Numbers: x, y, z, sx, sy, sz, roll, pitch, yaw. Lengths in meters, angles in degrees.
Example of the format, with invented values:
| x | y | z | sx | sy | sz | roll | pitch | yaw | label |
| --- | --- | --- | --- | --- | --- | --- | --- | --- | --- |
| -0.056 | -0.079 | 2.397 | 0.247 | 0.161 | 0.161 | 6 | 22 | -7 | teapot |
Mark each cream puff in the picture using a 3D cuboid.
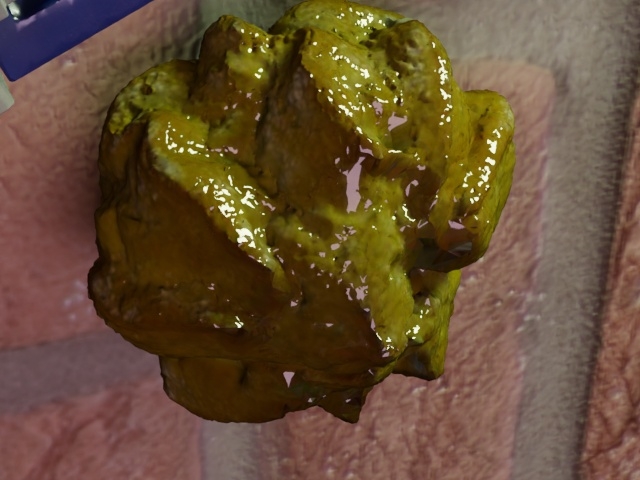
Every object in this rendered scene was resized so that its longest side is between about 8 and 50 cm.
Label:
| x | y | z | sx | sy | sz | roll | pitch | yaw | label |
| --- | --- | --- | --- | --- | --- | --- | --- | --- | --- |
| -0.010 | -0.009 | 1.057 | 0.244 | 0.196 | 0.244 | 5 | 141 | 4 | cream puff |

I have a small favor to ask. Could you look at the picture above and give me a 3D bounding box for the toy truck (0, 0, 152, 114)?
| x | y | z | sx | sy | sz | roll | pitch | yaw | label |
| --- | --- | --- | --- | --- | --- | --- | --- | --- | --- |
| -0.168 | -0.123 | 0.887 | 0.213 | 0.177 | 0.161 | -31 | 132 | -1 | toy truck |
